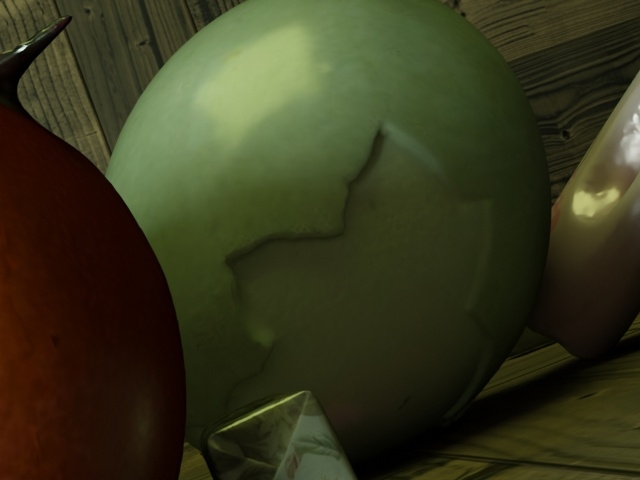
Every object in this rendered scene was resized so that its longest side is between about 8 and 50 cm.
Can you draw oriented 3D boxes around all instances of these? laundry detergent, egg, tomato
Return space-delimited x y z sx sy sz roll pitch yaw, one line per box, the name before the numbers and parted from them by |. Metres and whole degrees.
laundry detergent | 0.243 -0.082 0.893 0.335 0.088 0.159 -61 -2 19
egg | 0.000 0.000 0.824 0.278 0.278 0.336 -24 30 39
tomato | -0.170 0.055 0.420 0.256 0.224 0.256 -17 -7 -2

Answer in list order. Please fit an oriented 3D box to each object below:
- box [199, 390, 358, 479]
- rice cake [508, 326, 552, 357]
box | -0.014 0.087 0.480 0.045 0.062 0.098 -25 -2 -8
rice cake | 0.289 0.045 1.296 0.256 0.057 0.052 -20 13 -3
